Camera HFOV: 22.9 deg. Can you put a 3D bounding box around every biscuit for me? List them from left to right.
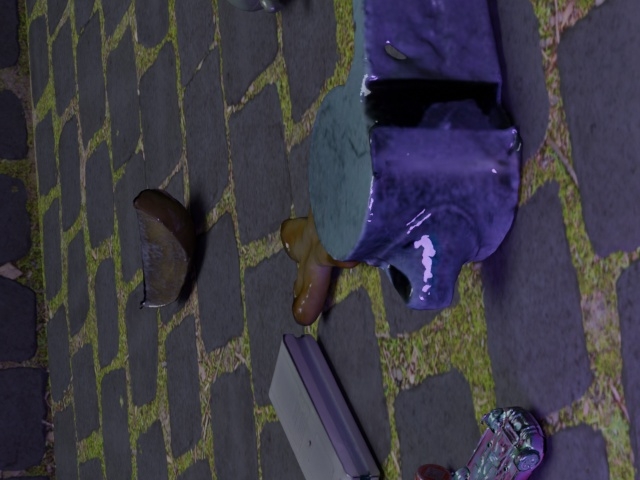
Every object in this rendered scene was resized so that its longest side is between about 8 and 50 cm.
[{"bbox_3d":[0.000,0.001,2.066,0.208,0.047,0.164,125,139,-56],"label":"biscuit"}]

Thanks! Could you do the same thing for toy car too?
[{"bbox_3d":[0.182,0.231,1.599,0.069,0.055,0.142,56,132,41],"label":"toy car"}]

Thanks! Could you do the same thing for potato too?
[{"bbox_3d":[-0.244,0.008,2.677,0.261,0.100,0.120,91,-158,-46],"label":"potato"}]

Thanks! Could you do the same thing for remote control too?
[{"bbox_3d":[0.004,0.247,2.057,0.277,0.056,0.103,-119,35,-48],"label":"remote control"}]

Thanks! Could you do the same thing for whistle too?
[{"bbox_3d":[0.100,-0.140,1.639,0.188,0.168,0.404,-140,53,-64],"label":"whistle"}]

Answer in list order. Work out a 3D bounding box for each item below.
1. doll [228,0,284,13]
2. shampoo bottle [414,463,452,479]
[{"bbox_3d":[-0.079,-0.384,2.188,0.275,0.113,0.154,177,101,-76],"label":"doll"},{"bbox_3d":[0.108,0.355,1.795,0.108,0.051,0.220,-124,39,-56],"label":"shampoo bottle"}]
